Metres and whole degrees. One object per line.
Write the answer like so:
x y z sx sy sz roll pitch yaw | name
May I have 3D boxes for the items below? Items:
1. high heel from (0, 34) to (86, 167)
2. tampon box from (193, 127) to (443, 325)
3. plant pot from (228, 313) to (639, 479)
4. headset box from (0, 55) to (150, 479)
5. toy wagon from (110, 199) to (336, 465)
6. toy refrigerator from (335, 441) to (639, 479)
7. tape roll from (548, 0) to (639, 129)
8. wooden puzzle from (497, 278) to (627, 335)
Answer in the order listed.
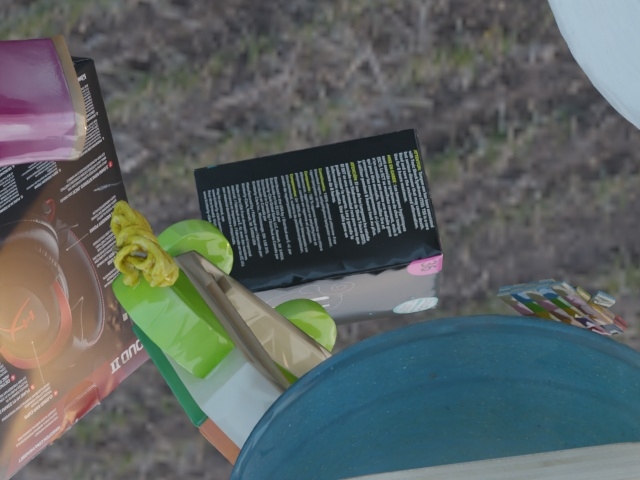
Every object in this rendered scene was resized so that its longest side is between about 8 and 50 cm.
-0.190 -0.113 0.817 0.117 0.244 0.082 -7 144 -26 | high heel
0.000 0.000 1.358 0.161 0.101 0.120 -10 161 -1 | tampon box
0.079 0.212 0.861 0.271 0.255 0.272 1 117 2 | plant pot
-0.246 0.032 1.451 0.110 0.218 0.293 9 125 34 | headset box
-0.024 0.090 1.136 0.068 0.267 0.344 -46 133 6 | toy wagon
0.042 0.178 0.512 0.094 0.102 0.269 -6 138 -6 | toy refrigerator
0.258 -0.190 1.092 0.100 0.286 0.286 -17 166 -39 | tape roll
0.124 0.036 0.980 0.049 0.006 0.083 35 153 -28 | wooden puzzle
